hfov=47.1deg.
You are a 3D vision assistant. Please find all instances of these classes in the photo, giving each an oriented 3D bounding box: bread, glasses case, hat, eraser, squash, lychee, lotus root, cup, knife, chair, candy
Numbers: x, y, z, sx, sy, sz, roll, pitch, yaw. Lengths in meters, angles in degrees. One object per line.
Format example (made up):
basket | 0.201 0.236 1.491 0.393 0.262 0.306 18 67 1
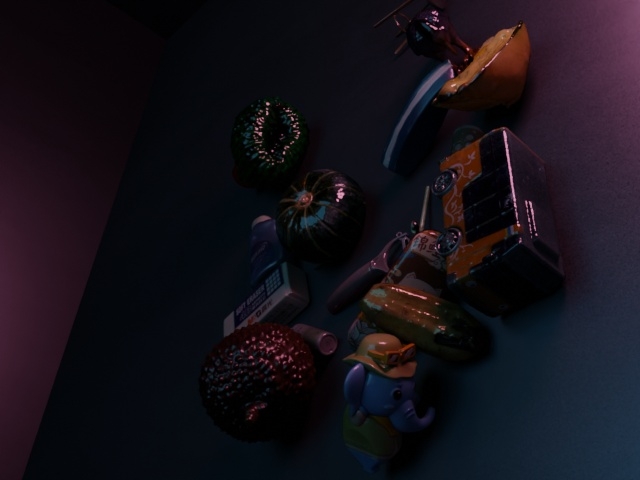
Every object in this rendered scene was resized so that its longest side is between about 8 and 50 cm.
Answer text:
bread | 0.377 -0.350 1.615 0.251 0.133 0.174 -47 16 -23
glasses case | 0.174 0.122 1.514 0.321 0.122 0.082 -57 -3 17
hat | -0.197 -0.277 2.309 0.332 0.242 0.274 -34 26 57
eraser | -0.150 0.192 1.983 0.279 0.081 0.124 -44 36 26
squash | 0.001 -0.066 1.893 0.252 0.165 0.252 -22 49 27
lychee | -0.141 0.325 1.700 0.275 0.276 0.304 -47 18 21
lotus root | 0.198 0.154 1.423 0.259 0.097 0.110 24 73 17
cup | 0.334 -0.203 1.611 0.102 0.074 0.099 -24 47 45
knife | 0.103 0.084 1.740 0.278 0.053 0.123 -38 32 30
chair | 0.265 -0.628 2.050 0.221 0.104 0.095 -41 61 36
candy | 0.226 -0.016 1.638 0.084 0.078 0.287 -6 48 27

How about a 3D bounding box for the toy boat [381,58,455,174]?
toy boat | 0.244 -0.289 1.753 0.299 0.096 0.061 -63 35 28

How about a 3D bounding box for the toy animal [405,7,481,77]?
toy animal | 0.292 -0.489 1.803 0.122 0.185 0.298 -53 13 22

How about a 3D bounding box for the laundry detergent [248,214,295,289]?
laundry detergent | -0.152 0.021 2.114 0.143 0.094 0.289 -50 33 24

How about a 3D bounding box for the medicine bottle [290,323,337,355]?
medicine bottle | -0.035 0.237 1.805 0.199 0.058 0.057 9 73 57

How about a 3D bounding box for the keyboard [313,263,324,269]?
keyboard | -0.001 -0.001 1.989 0.055 0.014 0.176 -38 38 32

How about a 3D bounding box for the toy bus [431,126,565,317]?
toy bus | 0.335 -0.039 1.397 0.194 0.162 0.323 -31 40 35

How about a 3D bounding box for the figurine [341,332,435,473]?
figurine | 0.120 0.304 1.407 0.154 0.180 0.261 -140 38 -64
